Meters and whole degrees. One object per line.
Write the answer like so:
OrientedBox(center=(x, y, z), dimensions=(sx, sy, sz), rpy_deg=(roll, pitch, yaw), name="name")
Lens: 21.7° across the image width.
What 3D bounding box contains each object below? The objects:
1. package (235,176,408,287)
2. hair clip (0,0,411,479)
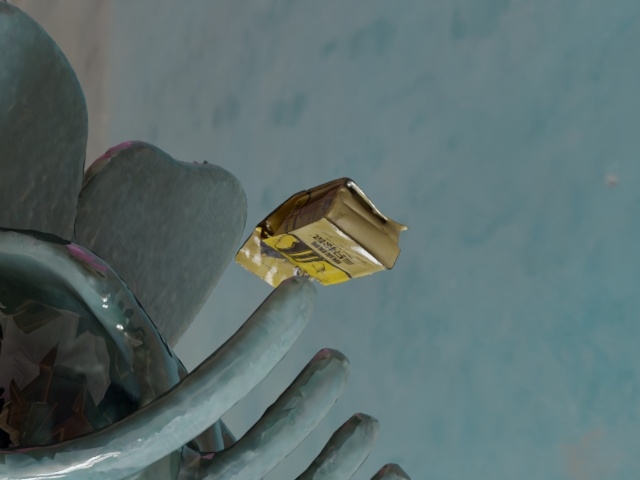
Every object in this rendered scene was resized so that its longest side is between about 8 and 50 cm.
OrientedBox(center=(0.000, 0.000, 1.266), dimensions=(0.131, 0.071, 0.047), rpy_deg=(-21, 42, 53), name="package")
OrientedBox(center=(-0.110, 0.100, 0.772), dimensions=(0.392, 0.238, 0.318), rpy_deg=(-49, -30, -17), name="hair clip")
